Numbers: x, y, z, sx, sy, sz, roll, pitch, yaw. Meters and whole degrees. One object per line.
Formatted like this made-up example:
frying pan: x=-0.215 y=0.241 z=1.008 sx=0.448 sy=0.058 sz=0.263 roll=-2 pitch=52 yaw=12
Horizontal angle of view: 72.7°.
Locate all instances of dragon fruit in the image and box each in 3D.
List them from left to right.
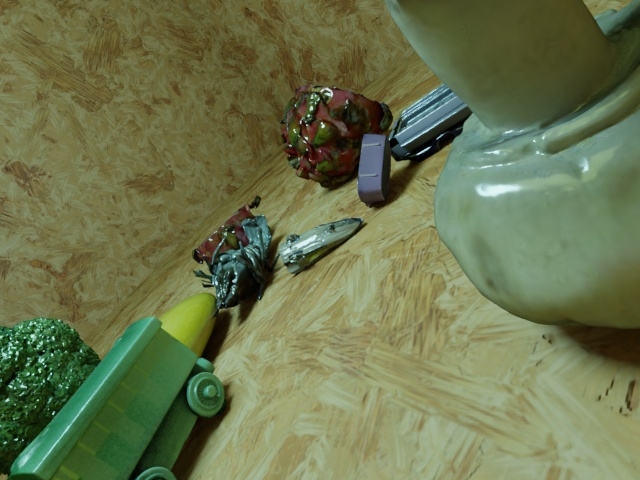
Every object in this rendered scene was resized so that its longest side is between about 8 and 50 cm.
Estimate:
dragon fruit: x=-0.255 y=-0.001 z=1.358 sx=0.282 sy=0.147 sz=0.211 roll=-42 pitch=9 yaw=-10
dragon fruit: x=0.027 y=-0.287 z=1.285 sx=0.314 sy=0.297 sz=0.262 roll=-149 pitch=72 yaw=-68

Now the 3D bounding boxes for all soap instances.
soap: x=-0.361 y=0.274 z=0.949 sx=0.306 sy=0.115 sz=0.427 roll=-39 pitch=17 yaw=23

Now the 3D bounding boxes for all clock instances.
clock: x=0.122 y=-0.150 z=0.951 sx=0.050 sy=0.110 sz=0.152 roll=1 pitch=71 yaw=19
clock: x=0.274 y=-0.284 z=0.998 sx=0.253 sy=0.083 sz=0.186 roll=-29 pitch=21 yaw=33

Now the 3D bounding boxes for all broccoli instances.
broccoli: x=-0.643 y=0.348 z=0.971 sx=0.320 sy=0.310 sz=0.413 roll=-69 pitch=-15 yaw=9

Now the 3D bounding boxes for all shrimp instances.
shrimp: x=-0.193 y=0.048 z=1.087 sx=0.222 sy=0.165 sz=0.410 roll=-16 pitch=11 yaw=14

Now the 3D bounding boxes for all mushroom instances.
mushroom: x=0.201 y=-0.109 z=0.345 sx=0.314 sy=0.336 sz=0.314 roll=-39 pitch=25 yaw=22

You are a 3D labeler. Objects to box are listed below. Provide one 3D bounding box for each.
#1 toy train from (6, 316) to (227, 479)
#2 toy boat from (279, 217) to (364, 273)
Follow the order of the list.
toy train: x=-0.270 y=0.268 z=0.640 sx=0.120 sy=0.202 sz=0.300 roll=-35 pitch=19 yaw=34
toy boat: x=0.000 y=0.000 z=0.941 sx=0.211 sy=0.066 sz=0.084 roll=-25 pitch=56 yaw=19
